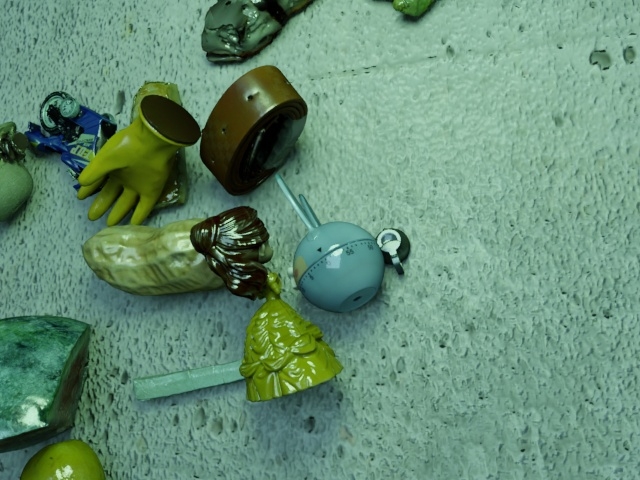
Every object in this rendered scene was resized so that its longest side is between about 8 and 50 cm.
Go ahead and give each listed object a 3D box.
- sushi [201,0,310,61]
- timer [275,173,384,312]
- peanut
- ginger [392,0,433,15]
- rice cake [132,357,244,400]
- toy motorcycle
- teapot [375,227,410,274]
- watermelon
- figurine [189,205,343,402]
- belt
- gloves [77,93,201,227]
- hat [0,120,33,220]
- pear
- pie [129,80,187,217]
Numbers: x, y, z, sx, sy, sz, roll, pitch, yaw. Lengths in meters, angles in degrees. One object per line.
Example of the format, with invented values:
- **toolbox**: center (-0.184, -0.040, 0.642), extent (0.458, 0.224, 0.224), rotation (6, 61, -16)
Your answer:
- **sushi**: center (-0.112, -0.486, 1.401), extent (0.332, 0.130, 0.124), rotation (-45, 70, 0)
- **timer**: center (-0.006, 0.020, 1.226), extent (0.255, 0.175, 0.175), rotation (34, 85, 25)
- **peanut**: center (-0.286, 0.029, 1.292), extent (0.325, 0.153, 0.140), rotation (-1, 70, 6)
- **ginger**: center (0.134, -0.560, 1.386), extent (0.137, 0.089, 0.290), rotation (-27, 72, 14)
- **rice cake**: center (-0.227, 0.251, 1.273), extent (0.245, 0.042, 0.045), rotation (-12, 85, 9)
- **toy motorcycle**: center (-0.490, -0.193, 1.425), extent (0.315, 0.113, 0.168), rotation (29, 96, 28)
- **teapot**: center (0.128, 0.016, 1.244), extent (0.066, 0.057, 0.088), rotation (-20, 71, 9)
- **watermelon**: center (-0.540, 0.282, 1.262), extent (0.228, 0.387, 0.258), rotation (-2, 117, -10)
- **figurine**: center (-0.094, 0.093, 1.169), extent (0.168, 0.187, 0.315), rotation (-19, 88, -8)
- **belt**: center (-0.120, -0.197, 1.268), extent (0.184, 0.261, 0.105), rotation (-31, 72, -30)
- **gloves**: center (-0.349, -0.125, 1.304), extent (0.133, 0.116, 0.294), rotation (43, 120, -5)
- **hat**: center (-0.665, -0.110, 1.420), extent (0.257, 0.257, 0.130), rotation (-46, 104, -2)
- **pear**: center (-0.449, 0.434, 1.221), extent (0.149, 0.149, 0.162), rotation (-29, 63, 5)
- **pie**: center (-0.331, -0.187, 1.407), extent (0.129, 0.068, 0.282), rotation (-8, 78, 13)
